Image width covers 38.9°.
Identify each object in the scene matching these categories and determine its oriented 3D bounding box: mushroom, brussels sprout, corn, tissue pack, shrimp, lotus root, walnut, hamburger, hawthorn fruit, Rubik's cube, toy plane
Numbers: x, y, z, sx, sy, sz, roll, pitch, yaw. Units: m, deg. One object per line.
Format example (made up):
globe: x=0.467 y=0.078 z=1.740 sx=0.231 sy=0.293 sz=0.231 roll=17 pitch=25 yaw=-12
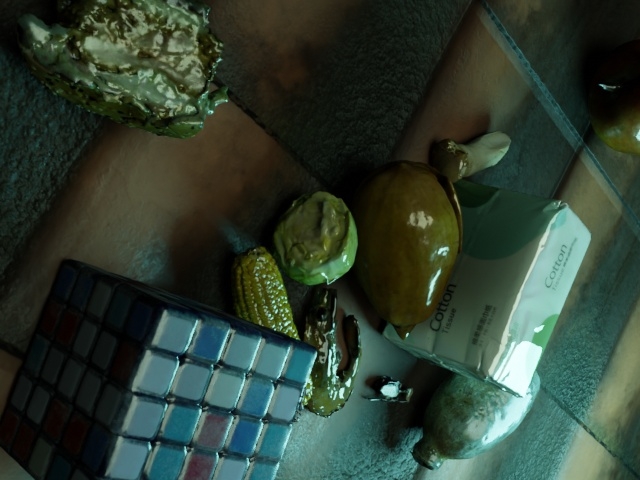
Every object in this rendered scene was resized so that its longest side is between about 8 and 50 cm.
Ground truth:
mushroom: x=0.300 y=-0.171 z=1.783 sx=0.209 sy=0.084 sz=0.071 roll=-21 pitch=154 yaw=-42
brussels sprout: x=-0.001 y=0.003 z=1.513 sx=0.151 sy=0.149 sz=0.122 roll=-46 pitch=153 yaw=-1
corn: x=-0.088 y=0.155 z=1.500 sx=0.102 sy=0.102 sz=0.313 roll=-31 pitch=116 yaw=-32
tissue pack: x=0.317 y=0.081 z=1.720 sx=0.194 sy=0.266 sz=0.357 roll=34 pitch=78 yaw=-45
shrimp: x=0.027 y=0.201 z=1.642 sx=0.173 sy=0.058 sz=0.253 roll=-8 pitch=108 yaw=-48
lotus root: x=0.325 y=0.340 z=1.859 sx=0.349 sy=0.175 sz=0.175 roll=-38 pitch=123 yaw=-28
walnut: x=0.143 y=0.020 z=1.599 sx=0.209 sy=0.209 sz=0.337 roll=-15 pitch=113 yaw=-38
hamburger: x=-0.258 y=-0.247 z=1.210 sx=0.288 sy=0.192 sz=0.168 roll=20 pitch=80 yaw=-16
hawthorn fruit: x=0.711 y=-0.308 z=1.978 sx=0.300 sy=0.267 sz=0.268 roll=-3 pitch=102 yaw=-31
Rubik's cube: x=-0.228 y=0.219 z=1.264 sx=0.286 sy=0.293 sz=0.292 roll=24 pitch=86 yaw=-42
toy plane: x=0.140 y=0.294 z=1.774 sx=0.120 sy=0.031 sz=0.049 roll=9 pitch=100 yaw=-40
